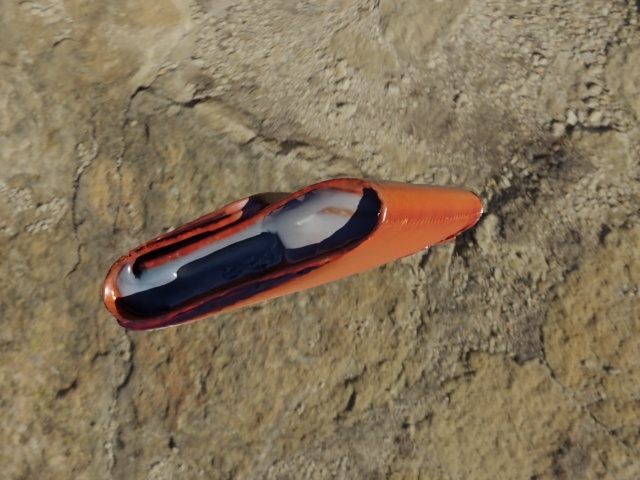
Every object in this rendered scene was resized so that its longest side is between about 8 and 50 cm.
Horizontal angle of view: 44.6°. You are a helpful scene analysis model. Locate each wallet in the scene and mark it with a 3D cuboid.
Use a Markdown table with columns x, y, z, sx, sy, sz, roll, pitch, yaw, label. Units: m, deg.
| x | y | z | sx | sy | sz | roll | pitch | yaw | label |
| --- | --- | --- | --- | --- | --- | --- | --- | --- | --- |
| 0.000 | 0.000 | 0.421 | 0.142 | 0.204 | 0.045 | -20 | 85 | 22 | wallet |
